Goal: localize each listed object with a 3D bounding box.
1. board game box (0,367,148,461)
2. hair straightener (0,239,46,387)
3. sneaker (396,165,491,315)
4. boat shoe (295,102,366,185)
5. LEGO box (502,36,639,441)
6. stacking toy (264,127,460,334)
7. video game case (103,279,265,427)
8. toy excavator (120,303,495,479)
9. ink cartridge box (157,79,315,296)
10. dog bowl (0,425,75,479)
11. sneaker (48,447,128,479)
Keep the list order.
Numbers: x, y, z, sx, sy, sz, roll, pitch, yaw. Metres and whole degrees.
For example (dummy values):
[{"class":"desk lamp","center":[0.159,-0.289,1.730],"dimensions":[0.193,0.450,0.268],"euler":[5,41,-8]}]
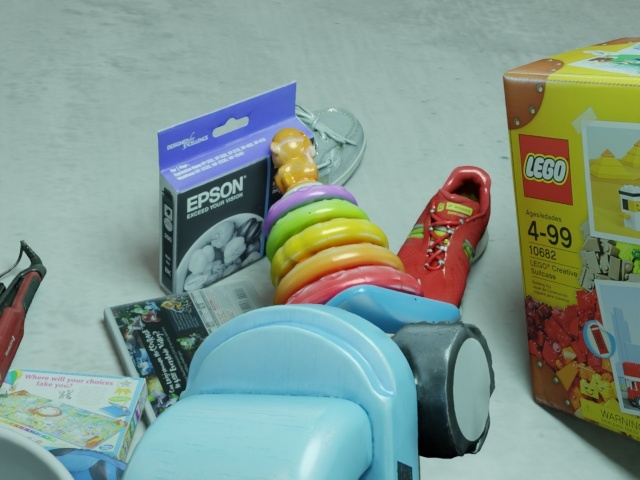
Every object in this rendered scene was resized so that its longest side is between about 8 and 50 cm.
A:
[{"class":"board game box","center":[-0.255,0.172,1.023],"dimensions":[0.154,0.026,0.103],"euler":[4,38,6]},{"class":"hair straightener","center":[-0.349,0.074,1.107],"dimensions":[0.089,0.047,0.230],"euler":[-11,36,9]},{"class":"sneaker","center":[0.140,0.000,1.262],"dimensions":[0.107,0.118,0.279],"euler":[17,39,10]},{"class":"boat shoe","center":[-0.057,-0.109,1.369],"dimensions":[0.320,0.103,0.118],"euler":[-26,51,-36]},{"class":"LEGO box","center":[0.423,0.019,0.953],"dimensions":[0.193,0.372,0.500],"euler":[-20,20,-32]},{"class":"stacking toy","center":[0.000,0.000,1.122],"dimensions":[0.175,0.166,0.302],"euler":[14,45,-44]},{"class":"video game case","center":[-0.122,0.124,1.133],"dimensions":[0.173,0.022,0.190],"euler":[-10,43,-24]},{"class":"toy excavator","center":[-0.061,0.262,0.710],"dimensions":[0.222,0.433,0.445],"euler":[-2,-3,30]},{"class":"ink cartridge box","center":[-0.095,-0.059,1.215],"dimensions":[0.206,0.208,0.045],"euler":[-27,47,-37]},{"class":"dog bowl","center":[-0.315,0.273,0.840],"dimensions":[0.265,0.104,0.265],"euler":[6,38,-4]},{"class":"sneaker","center":[-0.174,0.248,0.929],"dimensions":[0.209,0.069,0.082],"euler":[20,43,12]}]
